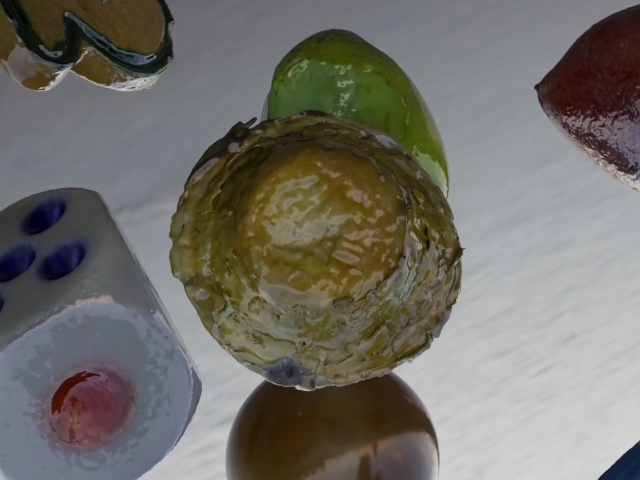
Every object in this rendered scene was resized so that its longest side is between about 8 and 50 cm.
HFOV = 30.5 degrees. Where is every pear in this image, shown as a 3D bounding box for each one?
[{"bbox_3d":[0.044,-0.178,1.688,0.286,0.281,0.176,1,159,8],"label":"pear"}]

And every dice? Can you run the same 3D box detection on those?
[{"bbox_3d":[-0.288,0.115,1.320,0.243,0.251,0.259,-30,127,-5],"label":"dice"}]

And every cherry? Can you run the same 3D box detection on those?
[{"bbox_3d":[0.369,-0.158,1.245,0.206,0.239,0.239,-48,165,-14],"label":"cherry"}]

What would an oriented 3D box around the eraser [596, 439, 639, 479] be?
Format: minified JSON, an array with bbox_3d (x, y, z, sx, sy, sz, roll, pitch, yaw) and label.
[{"bbox_3d":[0.247,0.327,1.021,0.144,0.043,0.311,-17,121,-53],"label":"eraser"}]

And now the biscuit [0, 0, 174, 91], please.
[{"bbox_3d":[-0.298,-0.283,1.281,0.057,0.287,0.344,-34,125,31],"label":"biscuit"}]

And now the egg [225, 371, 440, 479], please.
[{"bbox_3d":[0.011,0.298,1.591,0.283,0.282,0.351,-18,174,-28],"label":"egg"}]

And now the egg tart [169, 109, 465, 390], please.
[{"bbox_3d":[0.000,0.000,1.126,0.295,0.294,0.116,-25,170,-10],"label":"egg tart"}]

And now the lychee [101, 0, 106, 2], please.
[{"bbox_3d":[-0.215,-0.345,0.940,0.300,0.300,0.300,-25,161,-9],"label":"lychee"}]
